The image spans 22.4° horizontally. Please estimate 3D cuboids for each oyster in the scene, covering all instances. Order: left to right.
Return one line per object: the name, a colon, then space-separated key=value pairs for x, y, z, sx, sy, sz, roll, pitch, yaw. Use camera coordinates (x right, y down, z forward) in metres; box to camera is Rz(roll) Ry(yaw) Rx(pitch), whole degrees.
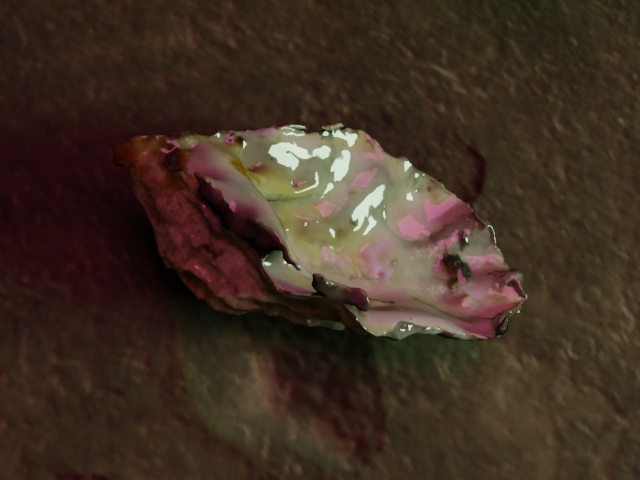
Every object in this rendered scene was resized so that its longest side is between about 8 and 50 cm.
oyster: x=0.006 y=0.007 z=0.814 sx=0.209 sy=0.072 sz=0.132 roll=3 pitch=53 yaw=-37
